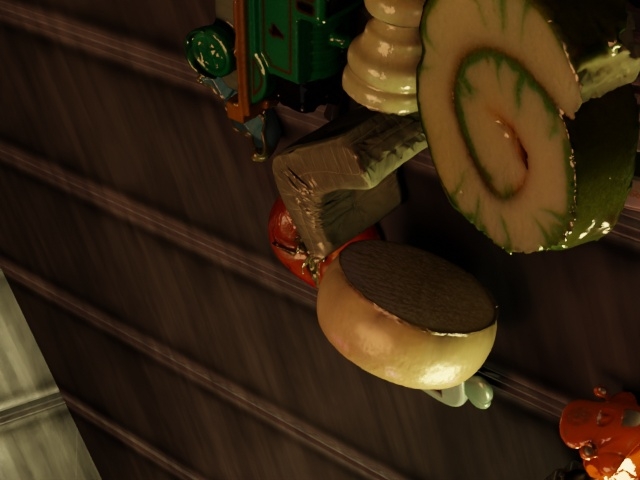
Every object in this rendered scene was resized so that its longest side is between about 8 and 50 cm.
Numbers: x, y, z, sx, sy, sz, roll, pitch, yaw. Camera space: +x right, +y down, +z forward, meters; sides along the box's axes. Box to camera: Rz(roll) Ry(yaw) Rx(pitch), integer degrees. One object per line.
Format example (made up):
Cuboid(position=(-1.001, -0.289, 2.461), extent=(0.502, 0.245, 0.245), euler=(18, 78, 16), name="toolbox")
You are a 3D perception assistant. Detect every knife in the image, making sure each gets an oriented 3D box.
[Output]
Cuboid(position=(0.052, -0.259, 1.904), extent=(0.060, 0.028, 0.230), euler=(33, 137, 19), name="knife")

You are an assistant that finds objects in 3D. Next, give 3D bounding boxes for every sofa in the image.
Cuboid(position=(0.075, -0.093, 1.853), extent=(0.225, 0.210, 0.176), euler=(-10, 110, 52), name="sofa")

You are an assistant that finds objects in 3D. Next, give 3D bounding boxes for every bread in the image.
Cuboid(position=(0.260, -0.170, 1.576), extent=(0.366, 0.129, 0.382), euler=(66, 154, 10), name="bread")

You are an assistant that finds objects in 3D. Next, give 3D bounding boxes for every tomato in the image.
Cuboid(position=(-0.004, 0.000, 2.125), extent=(0.228, 0.101, 0.228), euler=(27, 135, 31), name="tomato")

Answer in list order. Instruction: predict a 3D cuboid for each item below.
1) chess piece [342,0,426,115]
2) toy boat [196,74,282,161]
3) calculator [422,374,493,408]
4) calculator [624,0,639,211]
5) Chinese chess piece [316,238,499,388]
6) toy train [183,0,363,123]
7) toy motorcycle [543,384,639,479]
Cuboid(position=(0.108, -0.304, 1.722), extent=(0.133, 0.133, 0.243), euler=(33, 133, 28), name="chess piece")
Cuboid(position=(-0.132, -0.213, 2.111), extent=(0.185, 0.077, 0.075), euler=(53, 145, 2), name="toy boat")
Cuboid(position=(0.162, 0.182, 2.103), extent=(0.299, 0.041, 0.185), euler=(29, 151, 31), name="calculator")
Cuboid(position=(0.381, -0.160, 1.583), extent=(0.194, 0.043, 0.294), euler=(18, 128, 42), name="calculator")
Cuboid(position=(0.128, 0.105, 1.908), extent=(0.270, 0.270, 0.112), euler=(35, 118, 26), name="Chinese chess piece")
Cuboid(position=(-0.049, -0.338, 1.825), extent=(0.249, 0.178, 0.429), euler=(26, 136, 28), name="toy train")
Cuboid(position=(0.416, 0.337, 1.882), extent=(0.221, 0.148, 0.325), euler=(30, 138, -4), name="toy motorcycle")
